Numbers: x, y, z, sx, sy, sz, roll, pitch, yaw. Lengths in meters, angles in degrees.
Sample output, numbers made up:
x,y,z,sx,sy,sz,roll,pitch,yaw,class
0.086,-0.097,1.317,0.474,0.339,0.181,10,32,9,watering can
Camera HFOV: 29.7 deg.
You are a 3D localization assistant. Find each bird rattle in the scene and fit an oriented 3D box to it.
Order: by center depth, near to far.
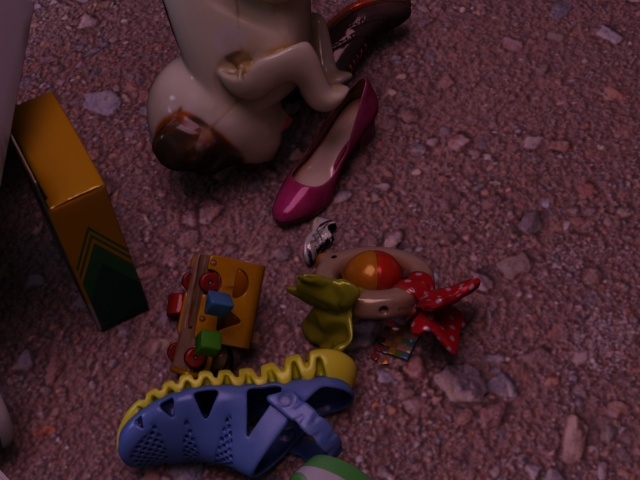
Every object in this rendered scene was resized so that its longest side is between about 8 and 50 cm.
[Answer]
x,y,z,sx,sy,sz,roll,pitch,yaw,class
0.082,0.059,1.615,0.254,0.143,0.207,-11,29,-1,bird rattle

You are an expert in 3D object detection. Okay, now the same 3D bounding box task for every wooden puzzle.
x,y,z,sx,sy,sz,roll,pitch,yaw,class
0.104,0.135,1.629,0.049,0.006,0.083,17,56,20,wooden puzzle

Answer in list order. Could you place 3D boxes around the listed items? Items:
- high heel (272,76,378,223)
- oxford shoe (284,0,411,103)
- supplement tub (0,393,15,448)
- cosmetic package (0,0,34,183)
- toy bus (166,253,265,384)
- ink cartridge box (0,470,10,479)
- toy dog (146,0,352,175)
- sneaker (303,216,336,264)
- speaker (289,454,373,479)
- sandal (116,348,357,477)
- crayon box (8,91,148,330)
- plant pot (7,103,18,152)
x,y,z,sx,sy,sz,roll,pitch,yaw,class
0.006,-0.133,1.782,0.082,0.117,0.244,33,63,28,high heel
0.039,-0.306,1.943,0.271,0.097,0.098,-29,71,-6,oxford shoe
-0.507,0.237,1.533,0.200,0.144,0.144,-27,53,-23,supplement tub
-0.527,-0.135,1.518,0.284,0.097,0.377,-2,72,23,cosmetic package
-0.135,0.114,1.613,0.104,0.202,0.191,13,41,-21,toy bus
-0.454,0.390,1.384,0.278,0.201,0.117,-38,57,-20,ink cartridge box
-0.132,-0.285,1.751,0.395,0.407,0.284,8,24,-12,toy dog
0.000,0.000,1.733,0.037,0.032,0.083,9,55,15,sneaker
-0.040,0.393,1.371,0.131,0.131,0.296,22,58,23,speaker
-0.098,0.235,1.511,0.317,0.126,0.138,-14,56,-1,sandal
-0.337,-0.052,1.635,0.083,0.323,0.203,-26,54,-12,crayon box
-0.663,-0.169,1.791,0.334,0.341,0.341,-44,58,-15,plant pot
